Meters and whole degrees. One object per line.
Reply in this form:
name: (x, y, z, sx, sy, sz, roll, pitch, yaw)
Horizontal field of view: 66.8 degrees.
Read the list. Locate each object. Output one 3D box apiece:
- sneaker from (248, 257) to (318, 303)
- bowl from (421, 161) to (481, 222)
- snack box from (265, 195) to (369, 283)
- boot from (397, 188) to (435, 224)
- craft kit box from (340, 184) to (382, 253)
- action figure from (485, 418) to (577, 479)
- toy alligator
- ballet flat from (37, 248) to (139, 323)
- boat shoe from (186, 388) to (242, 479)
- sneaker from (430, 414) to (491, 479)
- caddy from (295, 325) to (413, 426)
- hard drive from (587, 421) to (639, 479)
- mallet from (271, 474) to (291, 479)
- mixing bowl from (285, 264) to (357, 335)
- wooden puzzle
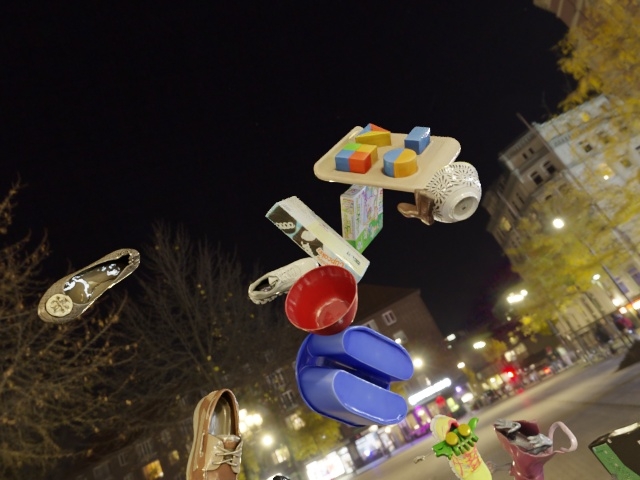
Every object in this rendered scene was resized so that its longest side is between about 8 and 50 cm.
sneaker: (-0.140, 0.149, 1.842, 0.292, 0.110, 0.118, -27, -17, -6)
bowl: (0.339, -0.102, 1.206, 0.170, 0.080, 0.170, -14, -48, -16)
snack box: (0.000, 0.000, 1.449, 0.060, 0.322, 0.187, -49, -3, 17)
boot: (0.231, -0.094, 1.176, 0.037, 0.106, 0.114, -54, -29, -18)
craft kit box: (0.153, -0.099, 1.743, 0.246, 0.061, 0.249, -43, -42, -44)
action figure: (0.727, 0.789, 1.692, 0.276, 0.370, 0.248, -15, 17, 5)
toy alligator: (0.307, 0.486, 1.136, 0.190, 0.051, 0.056, -29, -38, -12)
ballet flat: (-0.481, 0.087, 1.033, 0.058, 0.084, 0.250, -30, 9, 40)
boat shoe: (-0.251, 0.516, 1.185, 0.123, 0.324, 0.116, 17, -49, -34)
sneaker: (0.371, 0.547, 1.252, 0.081, 0.208, 0.094, -34, -12, -26)
caddy: (0.090, 0.368, 1.316, 0.341, 0.241, 0.179, 31, -29, -28)
hard drive: (0.879, 0.577, 1.228, 0.064, 0.237, 0.339, -22, -28, -25)
mallet: (-0.145, 0.634, 1.233, 0.190, 0.039, 0.062, -30, -53, 33)
mixing bowl: (0.017, 0.158, 1.162, 0.181, 0.181, 0.098, -28, -47, 3)
wooden puzzle: (0.200, -0.258, 1.418, 0.322, 0.348, 0.080, -49, -35, -43)
